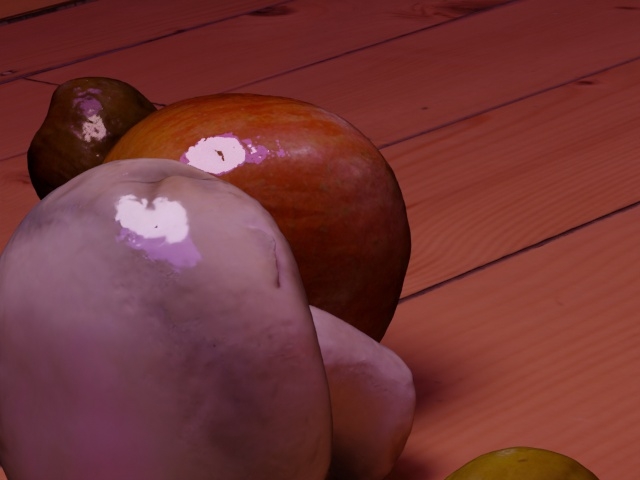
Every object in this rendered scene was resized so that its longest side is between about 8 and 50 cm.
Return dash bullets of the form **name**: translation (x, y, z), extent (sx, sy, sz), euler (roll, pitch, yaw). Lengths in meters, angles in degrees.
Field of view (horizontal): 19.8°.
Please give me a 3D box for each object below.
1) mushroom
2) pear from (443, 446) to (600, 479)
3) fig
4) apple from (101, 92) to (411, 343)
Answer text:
- **mushroom**: translation (-0.109, 0.122, 1.340), extent (0.315, 0.356, 0.315), euler (-14, 43, 13)
- **pear**: translation (0.124, 0.206, 1.134), extent (0.149, 0.149, 0.162), euler (-1, 26, 24)
- **fig**: translation (-0.221, -0.082, 2.176), extent (0.190, 0.191, 0.290), euler (-24, 37, -39)
- **apple**: translation (-0.085, 0.018, 1.595), extent (0.301, 0.301, 0.301), euler (-8, 18, 3)
